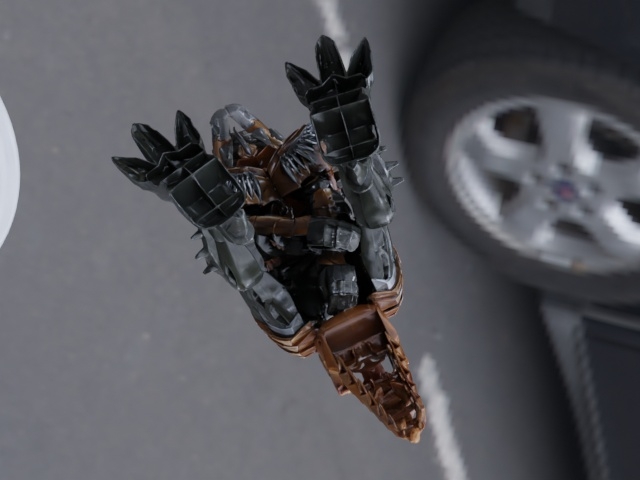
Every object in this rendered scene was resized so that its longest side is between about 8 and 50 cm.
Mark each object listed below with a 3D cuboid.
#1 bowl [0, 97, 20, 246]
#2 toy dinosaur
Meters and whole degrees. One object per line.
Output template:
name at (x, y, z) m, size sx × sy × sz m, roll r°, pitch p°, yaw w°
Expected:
bowl at (-0.393, -0.040, 1.472) m, size 0.134 × 0.298 × 0.297 m, roll -76°, pitch 167°, yaw -64°
toy dinosaur at (0.000, 0.000, 1.216) m, size 0.164 × 0.322 × 0.218 m, roll -41°, pitch 137°, yaw -20°
